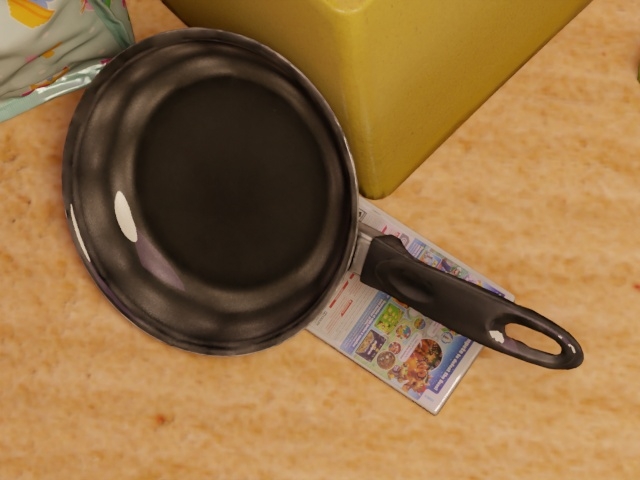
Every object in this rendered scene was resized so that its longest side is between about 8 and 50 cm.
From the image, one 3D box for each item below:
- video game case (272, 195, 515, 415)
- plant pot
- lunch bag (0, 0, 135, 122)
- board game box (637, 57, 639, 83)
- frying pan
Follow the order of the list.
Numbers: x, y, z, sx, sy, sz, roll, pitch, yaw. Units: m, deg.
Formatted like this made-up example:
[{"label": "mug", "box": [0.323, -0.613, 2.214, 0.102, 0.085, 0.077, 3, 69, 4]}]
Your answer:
[{"label": "video game case", "box": [0.044, 0.037, 1.121, 0.122, 0.011, 0.087, 33, 80, 15]}, {"label": "plant pot", "box": [0.026, -0.189, 1.095, 0.212, 0.187, 0.212, -44, 73, -6]}, {"label": "lunch bag", "box": [-0.220, -0.216, 1.094, 0.160, 0.262, 0.223, -21, 72, 1]}, {"label": "board game box", "box": [0.280, -0.060, 1.102, 0.092, 0.043, 0.181, -34, 73, -3]}, {"label": "frying pan", "box": [-0.005, -0.029, 1.073, 0.326, 0.053, 0.197, 0, 102, 24]}]
